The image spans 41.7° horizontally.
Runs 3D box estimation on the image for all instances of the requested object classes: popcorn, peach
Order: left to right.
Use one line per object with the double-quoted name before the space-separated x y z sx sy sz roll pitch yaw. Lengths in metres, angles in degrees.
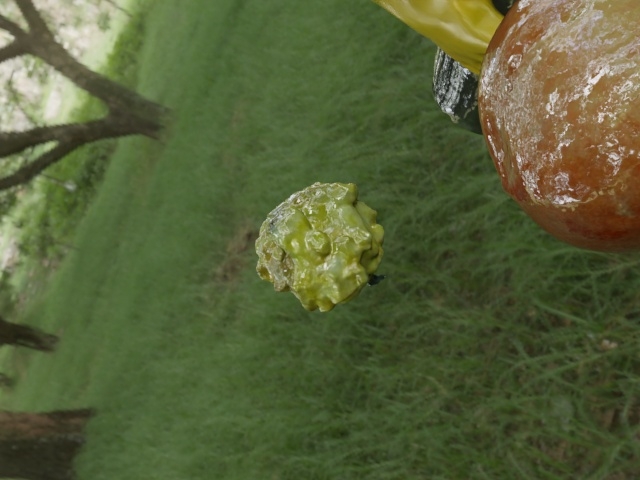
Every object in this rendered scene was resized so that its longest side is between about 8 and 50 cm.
"popcorn" 0.006 0.008 1.061 0.174 0.173 0.142 -96 -13 -59
"peach" 0.252 -0.110 0.695 0.252 0.252 0.253 -160 90 -76

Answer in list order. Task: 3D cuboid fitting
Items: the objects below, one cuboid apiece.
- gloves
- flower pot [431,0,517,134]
"gloves" 0.160 -0.239 0.890 0.116 0.294 0.133 -57 8 4
"flower pot" 0.247 -0.249 1.198 0.148 0.235 0.235 113 168 -51
